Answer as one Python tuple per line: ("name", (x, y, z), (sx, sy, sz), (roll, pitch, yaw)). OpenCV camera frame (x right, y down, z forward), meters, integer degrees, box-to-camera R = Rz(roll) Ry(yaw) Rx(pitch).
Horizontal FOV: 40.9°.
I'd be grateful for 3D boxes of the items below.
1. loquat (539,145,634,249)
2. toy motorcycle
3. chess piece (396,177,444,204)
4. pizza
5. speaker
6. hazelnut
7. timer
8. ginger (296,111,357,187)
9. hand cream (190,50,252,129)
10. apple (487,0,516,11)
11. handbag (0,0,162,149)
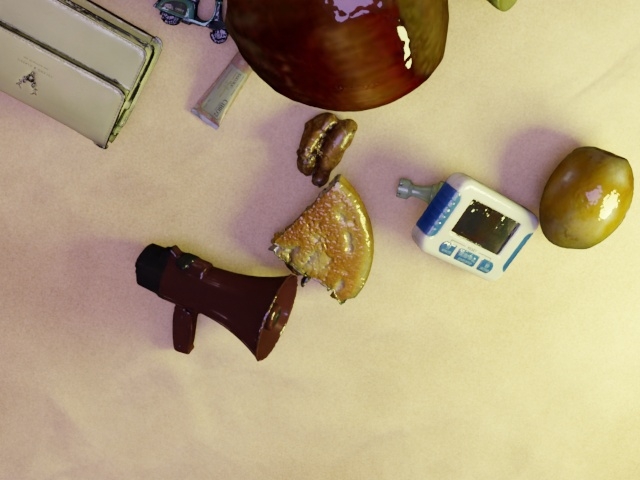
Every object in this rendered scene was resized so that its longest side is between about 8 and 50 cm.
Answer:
("loquat", (0.541, -0.083, 1.757), (0.179, 0.179, 0.227), (21, 115, -6))
("toy motorcycle", (-0.248, -0.459, 1.698), (0.173, 0.058, 0.100), (20, 101, -4))
("chess piece", (0.214, -0.101, 1.809), (0.103, 0.067, 0.067), (13, 107, 5))
("pizza", (0.000, 0.000, 1.829), (0.229, 0.081, 0.289), (-7, 114, 7))
("speaker", (-0.223, 0.133, 1.849), (0.329, 0.198, 0.259), (18, 152, 18))
("hazelnut", (0.027, -0.429, 1.554), (0.421, 0.353, 0.421), (-8, 134, -9))
("timer", (0.320, -0.029, 1.789), (0.253, 0.078, 0.178), (24, 107, -34))
("ginger", (0.001, -0.192, 1.772), (0.103, 0.073, 0.162), (26, 107, -7))
("hand cream", (-0.183, -0.326, 1.750), (0.067, 0.043, 0.210), (34, 110, -10))
("apple", (0.340, -0.607, 1.500), (0.320, 0.311, 0.360), (23, 97, -21))
("handbag", (-0.526, -0.366, 1.677), (0.358, 0.160, 0.237), (28, 113, -9))
